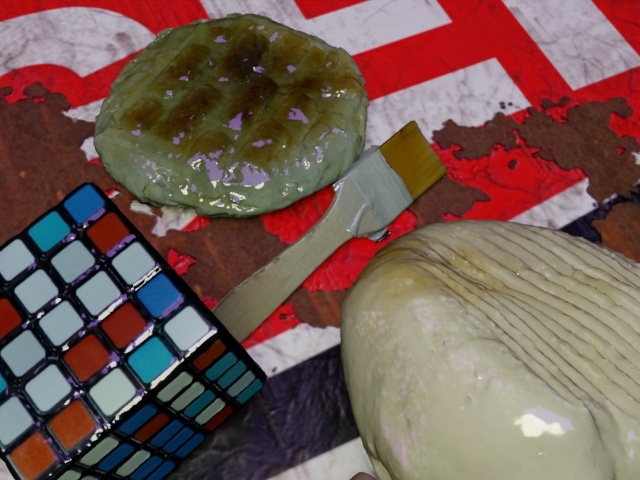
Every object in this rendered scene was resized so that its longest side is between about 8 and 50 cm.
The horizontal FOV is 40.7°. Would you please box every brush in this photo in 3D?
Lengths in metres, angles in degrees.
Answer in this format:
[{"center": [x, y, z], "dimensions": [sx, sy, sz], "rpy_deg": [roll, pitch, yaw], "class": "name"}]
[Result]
[{"center": [0.000, 0.000, 0.880], "dimensions": [0.336, 0.020, 0.085], "rpy_deg": [-41, 104, -21], "class": "brush"}]

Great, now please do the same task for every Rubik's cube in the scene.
[{"center": [-0.182, 0.095, 0.716], "dimensions": [0.184, 0.182, 0.187], "rpy_deg": [-43, 68, -10], "class": "Rubik's cube"}]

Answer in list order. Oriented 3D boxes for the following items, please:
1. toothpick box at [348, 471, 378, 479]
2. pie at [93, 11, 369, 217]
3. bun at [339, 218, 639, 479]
[{"center": [0.007, 0.270, 0.689], "dimensions": [0.149, 0.098, 0.098], "rpy_deg": [-36, 67, -21], "class": "toothpick box"}, {"center": [-0.093, -0.147, 0.949], "dimensions": [0.307, 0.071, 0.306], "rpy_deg": [2, 59, -3], "class": "pie"}, {"center": [0.179, 0.135, 0.702], "dimensions": [0.365, 0.219, 0.365], "rpy_deg": [16, 26, -8], "class": "bun"}]
